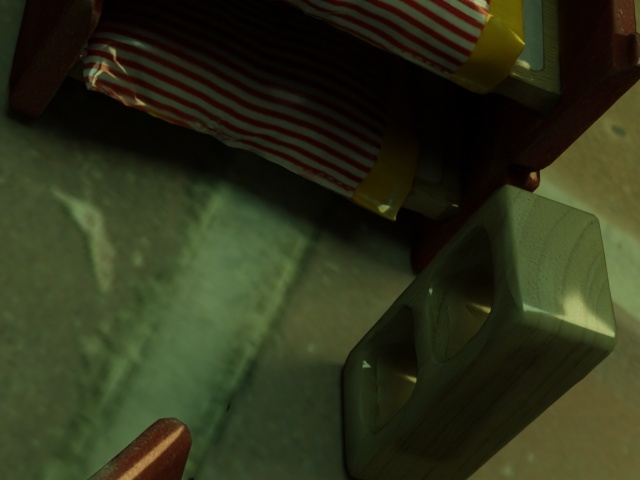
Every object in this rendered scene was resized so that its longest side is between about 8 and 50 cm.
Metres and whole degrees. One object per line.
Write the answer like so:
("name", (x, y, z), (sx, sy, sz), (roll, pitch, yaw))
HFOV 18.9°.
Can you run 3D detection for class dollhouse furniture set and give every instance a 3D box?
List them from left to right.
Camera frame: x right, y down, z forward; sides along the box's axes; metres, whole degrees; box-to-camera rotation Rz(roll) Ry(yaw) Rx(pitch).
("dollhouse furniture set", (0.000, 0.000, 0.662), (0.201, 0.152, 0.374), (20, 47, -20))
